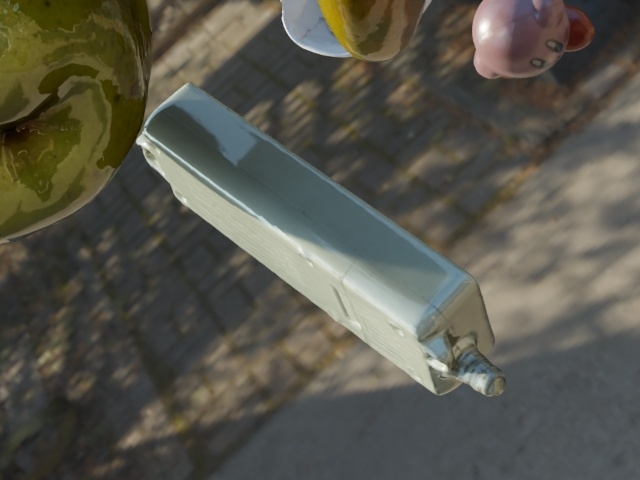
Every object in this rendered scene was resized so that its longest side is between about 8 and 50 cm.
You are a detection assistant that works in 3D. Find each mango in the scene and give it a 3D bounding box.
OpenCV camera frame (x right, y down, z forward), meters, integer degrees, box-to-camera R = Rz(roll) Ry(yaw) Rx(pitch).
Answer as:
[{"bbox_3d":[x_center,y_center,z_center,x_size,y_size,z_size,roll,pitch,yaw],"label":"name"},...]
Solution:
[{"bbox_3d":[0.042,-0.211,1.138,0.089,0.163,0.111,27,33,36],"label":"mango"}]

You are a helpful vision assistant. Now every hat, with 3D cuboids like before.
[{"bbox_3d":[0.056,-0.300,1.733,0.203,0.203,0.126,-38,-13,11],"label":"hat"}]

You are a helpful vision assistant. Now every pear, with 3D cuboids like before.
[{"bbox_3d":[-0.251,-0.130,0.927,0.294,0.294,0.294,-34,27,19],"label":"pear"}]

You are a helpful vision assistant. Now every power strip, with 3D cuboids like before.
[{"bbox_3d":[0.000,0.000,0.994,0.058,0.098,0.338,-44,57,-15],"label":"power strip"}]

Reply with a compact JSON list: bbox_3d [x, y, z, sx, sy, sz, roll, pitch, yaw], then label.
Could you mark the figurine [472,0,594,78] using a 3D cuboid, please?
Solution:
[{"bbox_3d":[0.138,-0.145,1.018,0.083,0.067,0.071,-40,-15,25],"label":"figurine"}]
